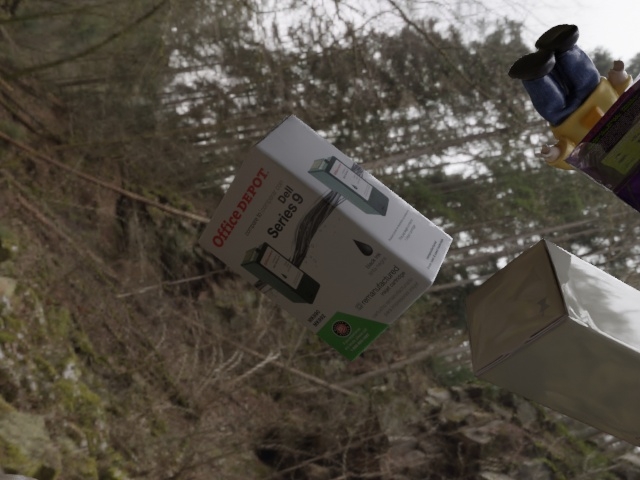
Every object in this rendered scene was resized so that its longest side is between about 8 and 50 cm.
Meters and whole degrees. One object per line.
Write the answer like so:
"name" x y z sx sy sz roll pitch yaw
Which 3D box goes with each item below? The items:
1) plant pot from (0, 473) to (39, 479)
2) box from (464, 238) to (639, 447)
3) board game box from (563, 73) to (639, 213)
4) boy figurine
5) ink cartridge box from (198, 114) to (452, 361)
"plant pot" -0.531 0.591 1.016 0.280 0.323 0.323 35 -43 39
"box" 0.276 0.112 0.599 0.113 0.275 0.094 -46 -153 38
"board game box" 0.391 -0.186 0.615 0.347 0.056 0.208 -53 -173 18
"boy figurine" 0.392 -0.169 0.933 0.285 0.177 0.092 45 2 -20
"ink cartridge box" 0.000 0.000 0.902 0.289 0.121 0.211 37 -51 0
